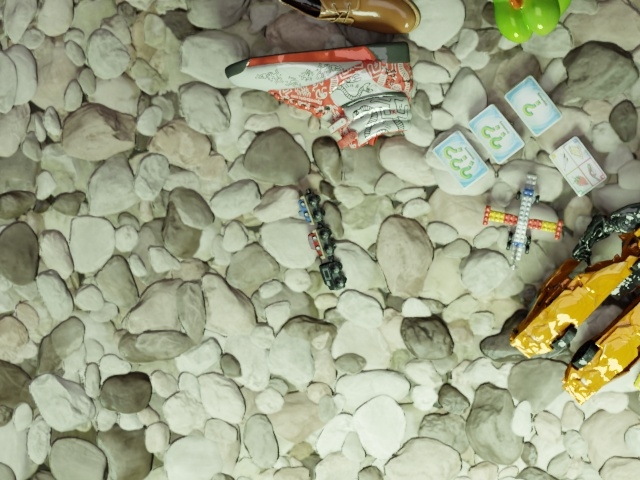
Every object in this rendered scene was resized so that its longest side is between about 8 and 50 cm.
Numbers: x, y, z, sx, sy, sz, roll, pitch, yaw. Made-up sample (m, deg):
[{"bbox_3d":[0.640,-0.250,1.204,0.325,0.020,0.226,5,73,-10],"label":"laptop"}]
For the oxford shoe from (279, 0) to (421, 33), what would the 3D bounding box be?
[{"bbox_3d":[0.035,-0.326,1.802,0.212,0.076,0.076,16,129,9],"label":"oxford shoe"}]

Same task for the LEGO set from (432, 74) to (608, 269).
[{"bbox_3d":[0.297,-0.083,1.820,0.182,0.060,0.244,-37,93,18],"label":"LEGO set"}]

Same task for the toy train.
[{"bbox_3d":[0.000,0.000,1.904,0.036,0.027,0.158,-15,98,23],"label":"toy train"}]

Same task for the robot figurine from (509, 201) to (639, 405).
[{"bbox_3d":[0.415,0.081,1.807,0.211,0.085,0.291,42,106,-4],"label":"robot figurine"}]

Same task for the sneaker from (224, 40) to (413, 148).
[{"bbox_3d":[0.000,-0.199,1.834,0.270,0.090,0.145,-5,97,8],"label":"sneaker"}]

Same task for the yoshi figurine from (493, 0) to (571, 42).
[{"bbox_3d":[0.253,-0.436,1.732,0.203,0.203,0.362,-8,83,-28],"label":"yoshi figurine"}]

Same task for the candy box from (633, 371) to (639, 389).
[{"bbox_3d":[0.565,0.210,1.838,0.206,0.027,0.105,27,100,4],"label":"candy box"}]
